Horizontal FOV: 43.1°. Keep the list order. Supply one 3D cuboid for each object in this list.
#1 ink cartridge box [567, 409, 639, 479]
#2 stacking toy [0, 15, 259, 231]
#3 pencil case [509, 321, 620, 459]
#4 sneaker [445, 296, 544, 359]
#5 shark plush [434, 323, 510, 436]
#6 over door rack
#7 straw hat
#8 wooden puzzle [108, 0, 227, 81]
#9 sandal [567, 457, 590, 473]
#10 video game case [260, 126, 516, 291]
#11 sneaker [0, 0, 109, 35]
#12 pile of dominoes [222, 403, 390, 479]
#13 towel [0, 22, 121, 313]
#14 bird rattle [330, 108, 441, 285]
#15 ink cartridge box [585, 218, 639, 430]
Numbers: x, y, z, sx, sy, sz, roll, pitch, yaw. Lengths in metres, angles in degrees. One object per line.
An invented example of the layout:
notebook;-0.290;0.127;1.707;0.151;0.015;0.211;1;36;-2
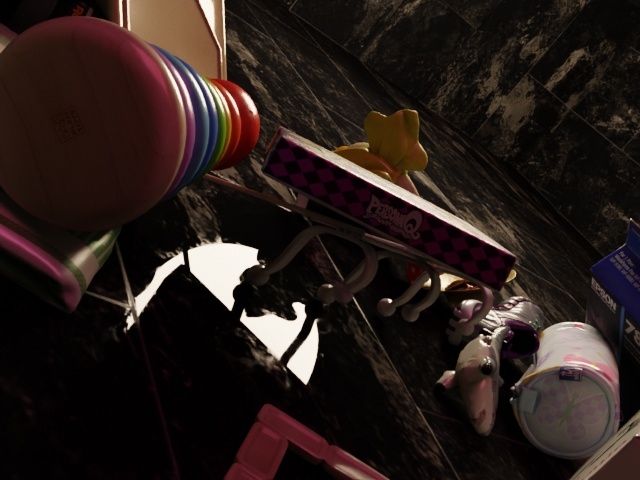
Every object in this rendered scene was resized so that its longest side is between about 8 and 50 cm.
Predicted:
ink cartridge box;0.285;0.241;0.750;0.092;0.160;0.219;45;18;21
stacking toy;-0.130;-0.099;0.673;0.141;0.141;0.330;40;14;2
pencil case;0.320;0.184;1.044;0.124;0.113;0.273;0;7;20
sneaker;0.260;0.129;1.078;0.098;0.083;0.224;27;16;38
shark plush;0.183;0.148;0.918;0.067;0.073;0.161;52;25;-9
over door rack;0.000;0.000;0.887;0.324;0.108;0.239;35;11;40
straw hat;0.208;0.080;1.145;0.144;0.145;0.061;-48;129;-73
wooden puzzle;-0.173;-0.228;0.919;0.044;0.238;0.221;4;4;24
sandal;0.351;0.297;0.932;0.072;0.049;0.180;27;22;-36
video game case;0.055;-0.038;0.780;0.232;0.041;0.210;27;7;-6
sneaker;-0.313;-0.261;0.820;0.127;0.126;0.321;43;15;28
pile of dominoes;0.036;0.227;0.526;0.251;0.040;0.196;32;18;3
towel;-0.259;-0.092;0.644;0.248;0.038;0.325;34;20;-19
bird rattle;0.103;-0.058;1.135;0.253;0.143;0.207;54;-15;-24
ink cartridge box;0.443;0.147;1.143;0.165;0.065;0.332;-119;-165;-49
